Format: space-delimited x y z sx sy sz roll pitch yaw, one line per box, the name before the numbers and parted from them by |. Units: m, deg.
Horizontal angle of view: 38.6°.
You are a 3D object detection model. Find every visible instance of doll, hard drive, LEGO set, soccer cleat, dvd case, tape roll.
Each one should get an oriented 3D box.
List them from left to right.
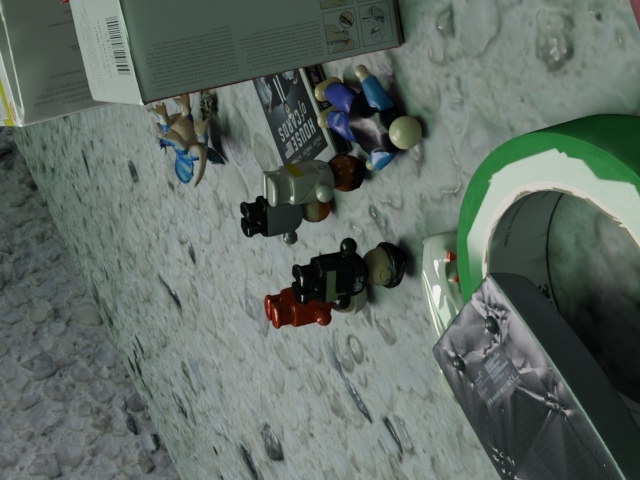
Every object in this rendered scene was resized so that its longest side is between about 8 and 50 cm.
LEGO set | -0.194 -0.235 1.591 0.083 0.024 0.054 -142 42 -71
dvd case | -0.042 -0.204 1.276 0.179 0.030 0.238 -34 75 65
doll | 0.055 -0.148 1.089 0.189 0.046 0.129 36 138 53
soccer cleat | 0.151 0.086 1.028 0.076 0.068 0.196 -167 69 -68
hard drive | 0.200 0.163 0.798 0.254 0.054 0.172 61 154 24
tape roll | 0.244 0.054 0.791 0.321 0.077 0.321 44 143 47

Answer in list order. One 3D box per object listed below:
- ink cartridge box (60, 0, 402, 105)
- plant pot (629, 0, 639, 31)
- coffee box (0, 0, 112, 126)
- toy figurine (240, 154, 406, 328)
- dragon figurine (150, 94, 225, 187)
ink cartridge box | -0.112 -0.253 1.052 0.272 0.310 0.130 20 124 61
plant pot | 0.259 -0.151 0.509 0.201 0.201 0.180 39 156 51
coffee box | -0.424 -0.397 1.576 0.334 0.338 0.338 13 118 63
toy figurine | 0.000 0.000 1.200 0.213 0.148 0.209 129 126 -64
dragon figurine | -0.225 -0.158 1.600 0.289 0.085 0.144 52 165 41
